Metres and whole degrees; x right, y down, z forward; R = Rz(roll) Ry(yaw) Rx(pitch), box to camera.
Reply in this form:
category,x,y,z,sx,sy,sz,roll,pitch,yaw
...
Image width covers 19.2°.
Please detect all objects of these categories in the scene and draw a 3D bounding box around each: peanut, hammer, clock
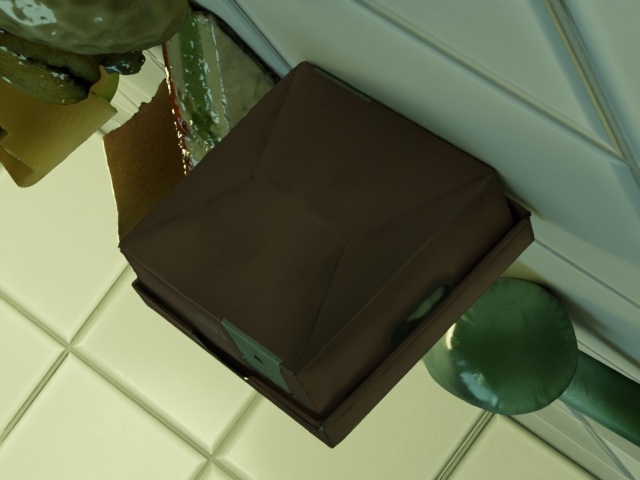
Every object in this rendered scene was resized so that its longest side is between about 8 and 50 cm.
category,x,y,z,sx,sy,sz,roll,pitch,yaw
peanut,-0.214,-0.221,1.234,0.298,0.120,0.136,34,147,-21
hammer,0.248,0.144,1.668,0.335,0.119,0.206,30,178,-4
clock,-0.365,-0.239,1.935,0.317,0.200,0.244,44,178,33

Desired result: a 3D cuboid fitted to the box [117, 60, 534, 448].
category,x,y,z,sx,sy,sz,roll,pitch,yaw
box,0.000,0.000,1.318,0.215,0.215,0.086,34,162,37

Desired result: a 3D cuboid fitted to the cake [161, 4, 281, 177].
category,x,y,z,sx,sy,sz,roll,pitch,yaw
cake,-0.060,-0.126,1.570,0.086,0.117,0.220,30,140,39

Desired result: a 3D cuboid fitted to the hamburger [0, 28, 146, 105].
category,x,y,z,sx,sy,sz,roll,pitch,yaw
hamburger,-0.229,-0.196,1.638,0.185,0.131,0.159,31,170,-24

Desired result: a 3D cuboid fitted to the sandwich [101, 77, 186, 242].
category,x,y,z,sx,sy,sz,roll,pitch,yaw
sandwich,-0.113,-0.090,2.009,0.108,0.220,0.186,37,-147,-50
